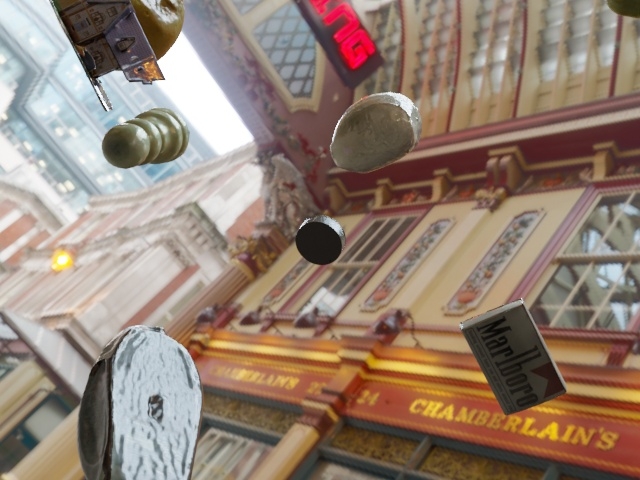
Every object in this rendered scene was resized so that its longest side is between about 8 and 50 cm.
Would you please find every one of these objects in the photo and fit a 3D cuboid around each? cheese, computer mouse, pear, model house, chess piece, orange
[{"bbox_3d":[0.129,-0.245,1.677,0.198,0.189,0.154,-19,-81,28],"label":"cheese"},{"bbox_3d":[-0.291,0.298,1.230,0.203,0.373,0.114,27,-60,-23],"label":"computer mouse"},{"bbox_3d":[0.426,-0.342,1.011,0.092,0.092,0.096,-16,-108,56],"label":"pear"},{"bbox_3d":[-0.264,-0.254,0.950,0.166,0.088,0.117,65,-6,-10],"label":"model house"},{"bbox_3d":[-0.389,-0.217,1.649,0.133,0.243,0.133,3,-76,11],"label":"chess piece"},{"bbox_3d":[-0.401,-0.480,1.531,0.235,0.279,0.279,-15,-60,27],"label":"orange"}]

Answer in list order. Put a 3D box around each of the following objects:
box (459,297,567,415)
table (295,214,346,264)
[{"bbox_3d":[0.324,0.196,1.278,0.115,0.036,0.177,-26,-81,16],"label":"box"},{"bbox_3d":[0.000,0.000,2.080,0.134,0.043,0.133,7,-62,14],"label":"table"}]
